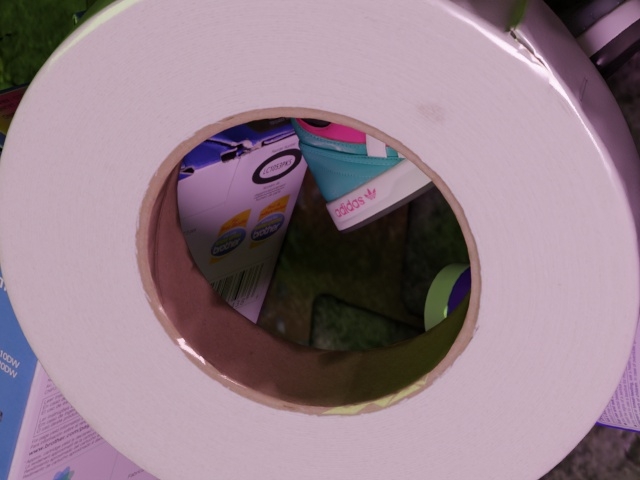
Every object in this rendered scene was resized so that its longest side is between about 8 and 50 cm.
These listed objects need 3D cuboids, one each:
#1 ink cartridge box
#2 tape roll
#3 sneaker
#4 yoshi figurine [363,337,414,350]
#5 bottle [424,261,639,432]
[{"bbox_3d":[-0.161,0.021,1.447,0.151,0.270,0.395,34,123,24],"label":"ink cartridge box"},{"bbox_3d":[0.000,0.000,1.184,0.392,0.072,0.392,6,119,11],"label":"tape roll"},{"bbox_3d":[0.072,-0.137,1.304,0.295,0.124,0.178,-31,91,43],"label":"sneaker"},{"bbox_3d":[0.107,0.255,1.380,0.203,0.203,0.362,-25,69,8],"label":"yoshi figurine"},{"bbox_3d":[0.196,0.061,1.262,0.282,0.092,0.118,7,108,41],"label":"bottle"}]
